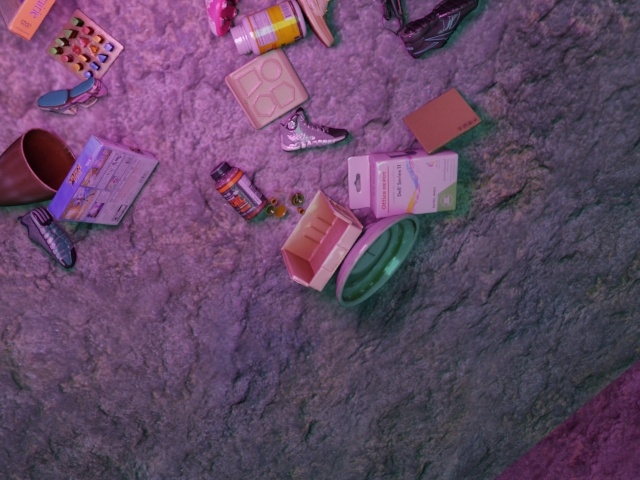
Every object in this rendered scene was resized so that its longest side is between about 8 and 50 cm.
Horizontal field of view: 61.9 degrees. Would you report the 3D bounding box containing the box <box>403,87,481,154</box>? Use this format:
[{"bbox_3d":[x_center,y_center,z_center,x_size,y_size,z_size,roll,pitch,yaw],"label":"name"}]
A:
[{"bbox_3d":[0.401,-0.397,1.768,0.201,0.164,0.021,-31,155,4],"label":"box"}]

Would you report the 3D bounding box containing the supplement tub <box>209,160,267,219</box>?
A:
[{"bbox_3d":[-0.275,-0.169,1.767,0.106,0.106,0.198,-40,110,7],"label":"supplement tub"}]

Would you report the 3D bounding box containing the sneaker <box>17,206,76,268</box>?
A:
[{"bbox_3d":[-0.901,0.000,1.764,0.098,0.083,0.223,-18,108,21],"label":"sneaker"}]

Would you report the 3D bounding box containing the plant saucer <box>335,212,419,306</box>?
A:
[{"bbox_3d":[0.175,0.049,1.834,0.100,0.400,0.400,42,103,25],"label":"plant saucer"}]

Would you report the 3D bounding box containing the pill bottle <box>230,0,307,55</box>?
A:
[{"bbox_3d":[-0.157,-0.633,1.605,0.215,0.117,0.117,-21,112,0],"label":"pill bottle"}]

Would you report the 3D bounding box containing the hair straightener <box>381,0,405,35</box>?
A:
[{"bbox_3d":[0.205,-0.753,1.659,0.089,0.047,0.230,-17,116,-2],"label":"hair straightener"}]

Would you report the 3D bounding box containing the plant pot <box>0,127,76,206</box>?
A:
[{"bbox_3d":[-0.901,-0.195,1.628,0.231,0.215,0.215,-23,112,16],"label":"plant pot"}]

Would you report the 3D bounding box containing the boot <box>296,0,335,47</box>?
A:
[{"bbox_3d":[0.031,-0.743,1.608,0.204,0.095,0.261,-30,107,2],"label":"boot"}]

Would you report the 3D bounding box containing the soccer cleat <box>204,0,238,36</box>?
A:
[{"bbox_3d":[-0.309,-0.773,1.549,0.143,0.116,0.331,15,111,10],"label":"soccer cleat"}]

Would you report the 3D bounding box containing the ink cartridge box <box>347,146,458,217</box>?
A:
[{"bbox_3d":[0.278,-0.196,1.826,0.354,0.119,0.207,-7,114,-6],"label":"ink cartridge box"}]

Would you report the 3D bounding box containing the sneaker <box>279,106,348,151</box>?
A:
[{"bbox_3d":[-0.027,-0.373,1.739,0.229,0.086,0.132,-11,109,-3],"label":"sneaker"}]

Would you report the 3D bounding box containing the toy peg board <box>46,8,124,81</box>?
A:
[{"bbox_3d":[-0.701,-0.563,1.572,0.161,0.079,0.161,39,101,-19],"label":"toy peg board"}]

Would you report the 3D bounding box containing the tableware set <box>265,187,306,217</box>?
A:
[{"bbox_3d":[-0.114,-0.120,1.815,0.154,0.024,0.104,9,111,-42],"label":"tableware set"}]

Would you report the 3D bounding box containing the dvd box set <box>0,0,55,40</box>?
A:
[{"bbox_3d":[-0.702,-0.757,1.392,0.420,0.307,0.062,-50,140,10],"label":"dvd box set"}]

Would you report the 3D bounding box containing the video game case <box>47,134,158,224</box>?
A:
[{"bbox_3d":[-0.663,-0.176,1.642,0.061,0.244,0.269,40,102,18],"label":"video game case"}]

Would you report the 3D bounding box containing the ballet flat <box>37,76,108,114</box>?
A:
[{"bbox_3d":[-0.744,-0.427,1.616,0.222,0.076,0.079,-16,150,13],"label":"ballet flat"}]

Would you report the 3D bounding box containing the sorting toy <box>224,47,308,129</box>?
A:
[{"bbox_3d":[-0.170,-0.487,1.704,0.208,0.038,0.193,-32,111,-1],"label":"sorting toy"}]

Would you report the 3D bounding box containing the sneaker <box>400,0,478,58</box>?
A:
[{"bbox_3d":[0.381,-0.682,1.693,0.267,0.101,0.106,-30,131,5],"label":"sneaker"}]

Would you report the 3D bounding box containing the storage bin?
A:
[{"bbox_3d":[0.000,0.000,1.788,0.123,0.260,0.262,29,103,-21],"label":"storage bin"}]
